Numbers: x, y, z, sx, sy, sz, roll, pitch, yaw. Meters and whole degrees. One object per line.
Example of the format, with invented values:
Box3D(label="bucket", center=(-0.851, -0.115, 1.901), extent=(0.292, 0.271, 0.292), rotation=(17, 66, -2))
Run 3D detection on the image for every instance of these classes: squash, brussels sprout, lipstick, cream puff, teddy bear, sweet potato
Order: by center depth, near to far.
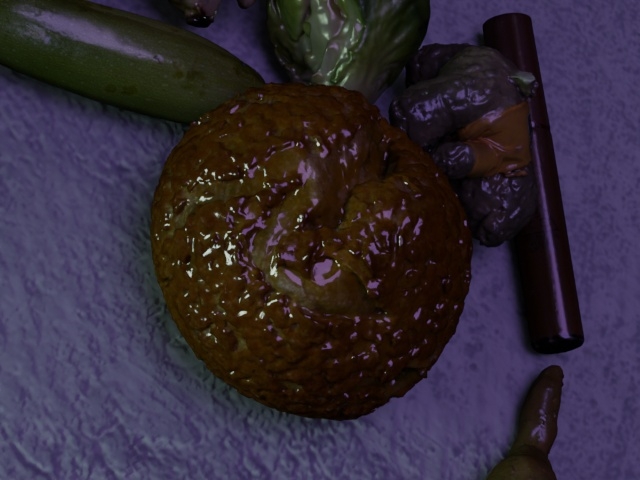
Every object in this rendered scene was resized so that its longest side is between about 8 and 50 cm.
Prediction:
Box3D(label="cream puff", center=(0.000, 0.000, 1.305), extent=(0.303, 0.212, 0.303), rotation=(9, 68, -21))
Box3D(label="squash", center=(-0.159, -0.158, 1.347), extent=(0.341, 0.094, 0.094), rotation=(17, 64, -24))
Box3D(label="sweet potato", center=(0.191, 0.229, 1.411), extent=(0.075, 0.075, 0.269), rotation=(38, 49, -12))
Box3D(label="brussels sprout", center=(0.034, -0.217, 1.445), extent=(0.145, 0.131, 0.183), rotation=(-21, 107, -44))
Box3D(label="teddy bear", center=(0.152, -0.090, 1.460), extent=(0.177, 0.140, 0.190), rotation=(-67, 145, -65))
Box3D(label="lipstick", center=(0.216, -0.061, 1.541), extent=(0.057, 0.057, 0.356), rotation=(3, 70, -28))

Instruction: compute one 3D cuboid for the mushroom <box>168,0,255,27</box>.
Box3D(label="mushroom", center=(-0.162, -0.376, 1.382), extent=(0.345, 0.259, 0.345), rotation=(5, 48, -6))
